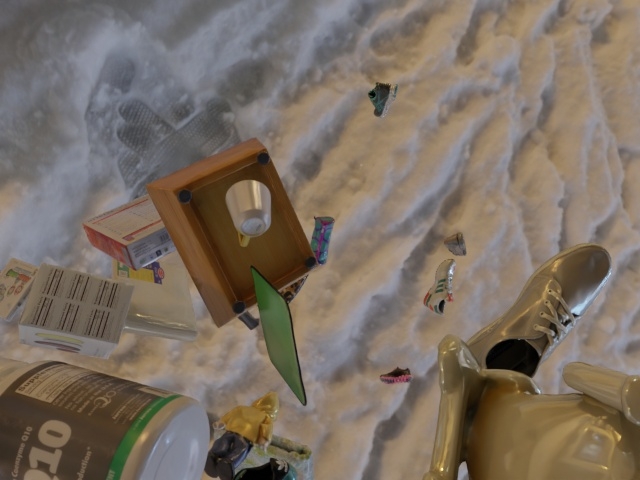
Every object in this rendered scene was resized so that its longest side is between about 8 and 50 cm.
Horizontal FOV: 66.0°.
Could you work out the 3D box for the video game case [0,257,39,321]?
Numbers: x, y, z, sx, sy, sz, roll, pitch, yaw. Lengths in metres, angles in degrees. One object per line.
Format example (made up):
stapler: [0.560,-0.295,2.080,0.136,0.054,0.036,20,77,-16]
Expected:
video game case: [-0.778,0.119,1.238,0.143,0.157,0.019,-64,144,-21]

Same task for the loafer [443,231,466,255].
loafer: [0.281,0.008,1.026,0.039,0.125,0.045,-11,75,17]

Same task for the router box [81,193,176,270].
router box: [-0.489,-0.058,1.485,0.335,0.301,0.082,-32,125,-35]

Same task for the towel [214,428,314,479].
towel: [-0.201,0.821,1.811,0.090,0.375,0.320,-61,155,-46]

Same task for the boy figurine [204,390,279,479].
boy figurine: [-0.209,0.521,1.358,0.285,0.177,0.092,-42,135,-58]

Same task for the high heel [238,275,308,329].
high heel: [-0.171,0.122,1.419,0.261,0.093,0.186,-40,111,4]

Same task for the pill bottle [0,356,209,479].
pill bottle: [-0.368,0.295,0.727,0.361,0.204,0.204,8,76,17]

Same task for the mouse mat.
mouse mat: [-0.066,0.143,0.755,0.007,0.153,0.189,-17,116,-23]

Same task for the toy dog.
toy dog: [0.372,0.323,0.620,0.395,0.408,0.284,57,44,-34]

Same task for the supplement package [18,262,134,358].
supplement package: [-0.572,0.174,1.157,0.203,0.194,0.149,18,60,-22]

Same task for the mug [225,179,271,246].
mug: [-0.092,-0.033,0.666,0.062,0.064,0.078,-18,134,0]

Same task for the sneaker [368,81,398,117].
sneaker: [0.177,-0.429,1.482,0.076,0.166,0.064,14,74,-5]

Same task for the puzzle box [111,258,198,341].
puzzle box: [-0.597,0.192,1.751,0.272,0.409,0.052,16,113,-30]

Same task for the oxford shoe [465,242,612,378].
oxford shoe: [0.509,0.182,1.122,0.449,0.130,0.169,-41,98,-4]

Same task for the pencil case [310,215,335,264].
pencil case: [0.000,0.000,1.520,0.065,0.070,0.151,12,111,2]

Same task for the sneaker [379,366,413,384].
sneaker: [0.271,0.484,1.776,0.120,0.047,0.057,-3,45,-1]

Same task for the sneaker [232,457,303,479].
sneaker: [-0.194,0.614,1.169,0.302,0.108,0.121,-36,121,1]

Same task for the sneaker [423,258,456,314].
sneaker: [0.349,0.132,1.366,0.057,0.075,0.161,10,111,-36]

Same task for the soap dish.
soap dish: [-0.145,-0.017,0.900,0.229,0.118,0.290,-30,104,-25]
